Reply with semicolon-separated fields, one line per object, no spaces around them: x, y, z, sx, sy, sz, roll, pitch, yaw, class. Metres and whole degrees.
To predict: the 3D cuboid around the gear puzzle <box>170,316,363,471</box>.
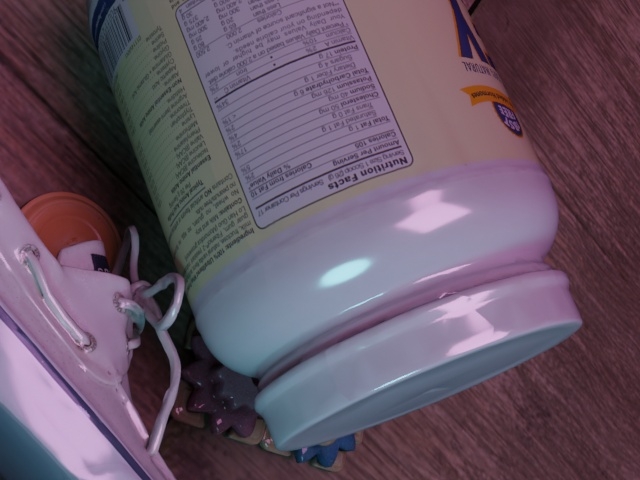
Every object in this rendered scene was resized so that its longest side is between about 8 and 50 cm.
0.000;0.000;0.821;0.175;0.044;0.338;26;64;-31;gear puzzle

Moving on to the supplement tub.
0.007;-0.054;0.673;0.235;0.235;0.324;-9;70;-40;supplement tub

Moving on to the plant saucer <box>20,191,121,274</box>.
-0.169;0.008;0.704;0.084;0.013;0.083;10;74;-37;plant saucer

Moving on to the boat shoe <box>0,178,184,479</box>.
-0.156;0.045;0.633;0.156;0.136;0.367;-42;97;-32;boat shoe
